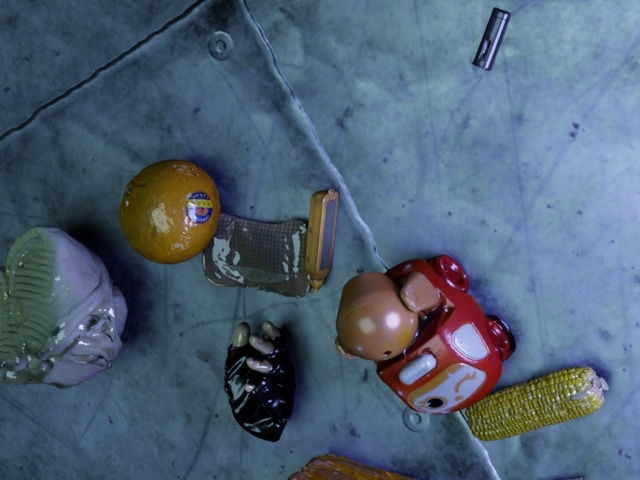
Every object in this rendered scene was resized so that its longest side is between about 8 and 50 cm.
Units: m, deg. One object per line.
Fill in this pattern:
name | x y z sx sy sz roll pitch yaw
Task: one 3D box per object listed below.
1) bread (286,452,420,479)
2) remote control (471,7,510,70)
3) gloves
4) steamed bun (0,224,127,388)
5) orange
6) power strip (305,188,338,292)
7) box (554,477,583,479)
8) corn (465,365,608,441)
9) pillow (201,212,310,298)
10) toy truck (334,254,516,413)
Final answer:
bread | 0.052 0.503 1.815 0.279 0.279 0.207 15 110 19
remote control | 0.251 -0.296 1.669 0.034 0.016 0.091 27 112 23
gloves | -0.097 0.221 1.901 0.164 0.124 0.203 44 127 31
steamed bun | -0.456 0.123 2.025 0.268 0.207 0.280 -37 58 28
orange | -0.251 -0.048 1.890 0.177 0.155 0.178 0 90 49
power strip | 0.000 0.000 1.845 0.028 0.049 0.178 14 108 28
box | 0.379 0.415 1.770 0.079 0.035 0.083 -15 96 28
corn | 0.328 0.250 1.731 0.238 0.080 0.080 -21 93 31
pillow | -0.111 0.025 1.915 0.211 0.034 0.135 5 106 27
toy truck | 0.143 0.153 1.705 0.189 0.239 0.265 -40 84 28
